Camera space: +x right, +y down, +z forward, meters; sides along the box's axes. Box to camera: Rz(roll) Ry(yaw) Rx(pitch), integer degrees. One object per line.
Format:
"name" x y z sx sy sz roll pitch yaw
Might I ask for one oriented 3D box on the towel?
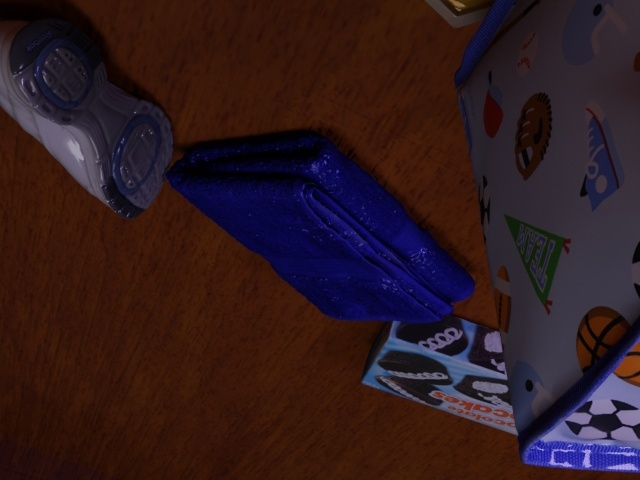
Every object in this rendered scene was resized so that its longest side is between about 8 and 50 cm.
"towel" 0.000 0.000 1.514 0.227 0.076 0.308 -5 147 38

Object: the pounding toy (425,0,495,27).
"pounding toy" 0.155 -0.216 0.949 0.206 0.094 0.181 -10 144 45

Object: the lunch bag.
"lunch bag" 0.259 -0.089 0.787 0.238 0.328 0.385 6 141 -18

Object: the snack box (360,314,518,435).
"snack box" 0.225 0.179 1.751 0.321 0.060 0.187 18 155 -2

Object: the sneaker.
"sneaker" -0.251 -0.131 1.412 0.129 0.111 0.297 20 156 34
